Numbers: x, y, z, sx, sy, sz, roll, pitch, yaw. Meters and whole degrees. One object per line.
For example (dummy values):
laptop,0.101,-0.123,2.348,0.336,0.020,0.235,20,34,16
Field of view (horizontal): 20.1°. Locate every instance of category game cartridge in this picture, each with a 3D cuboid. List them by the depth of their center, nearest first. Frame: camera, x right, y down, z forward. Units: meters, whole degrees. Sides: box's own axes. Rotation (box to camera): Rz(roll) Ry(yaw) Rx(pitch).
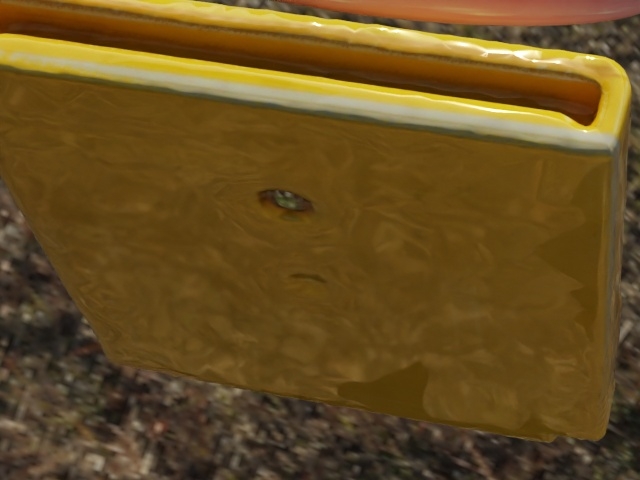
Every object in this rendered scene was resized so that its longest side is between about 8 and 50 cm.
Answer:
game cartridge,0.000,0.000,0.853,0.285,0.324,0.053,9,66,12

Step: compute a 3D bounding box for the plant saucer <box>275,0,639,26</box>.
plant saucer,0.017,-0.189,0.874,0.332,0.332,0.084,23,115,33
